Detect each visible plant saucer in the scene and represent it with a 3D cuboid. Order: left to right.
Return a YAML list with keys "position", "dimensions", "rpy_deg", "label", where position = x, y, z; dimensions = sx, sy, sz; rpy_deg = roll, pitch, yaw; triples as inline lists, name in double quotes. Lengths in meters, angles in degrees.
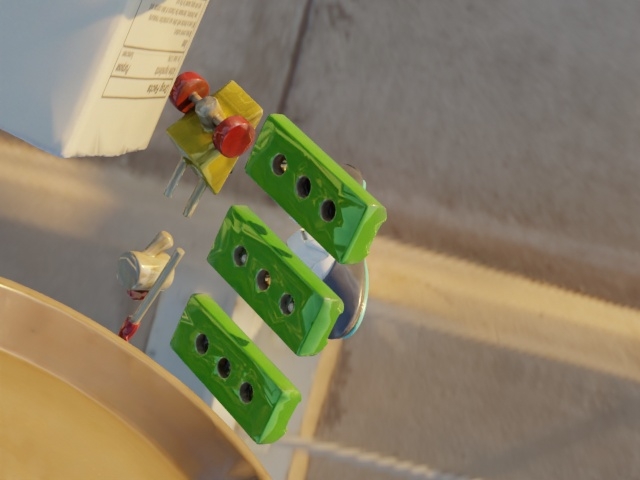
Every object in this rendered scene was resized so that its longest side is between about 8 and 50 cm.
- position: [-0.129, 0.104, 0.864]
  dimensions: [0.278, 0.278, 0.041]
  rpy_deg: [33, 107, -7]
  label: "plant saucer"

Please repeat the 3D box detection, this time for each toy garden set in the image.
- position: [-0.058, 0.027, 1.228]
  dimensions: [0.049, 0.204, 0.244]
  rpy_deg: [2, 122, -43]
  label: "toy garden set"

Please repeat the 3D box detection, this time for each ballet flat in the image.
- position: [0.000, 0.000, 1.624]
  dimensions: [0.074, 0.203, 0.074]
  rpy_deg: [1, 133, 1]
  label: "ballet flat"

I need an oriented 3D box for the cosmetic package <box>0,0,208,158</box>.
- position: [-0.090, -0.195, 0.814]
  dimensions: [0.129, 0.153, 0.296]
  rpy_deg: [24, 96, 5]
  label: "cosmetic package"
